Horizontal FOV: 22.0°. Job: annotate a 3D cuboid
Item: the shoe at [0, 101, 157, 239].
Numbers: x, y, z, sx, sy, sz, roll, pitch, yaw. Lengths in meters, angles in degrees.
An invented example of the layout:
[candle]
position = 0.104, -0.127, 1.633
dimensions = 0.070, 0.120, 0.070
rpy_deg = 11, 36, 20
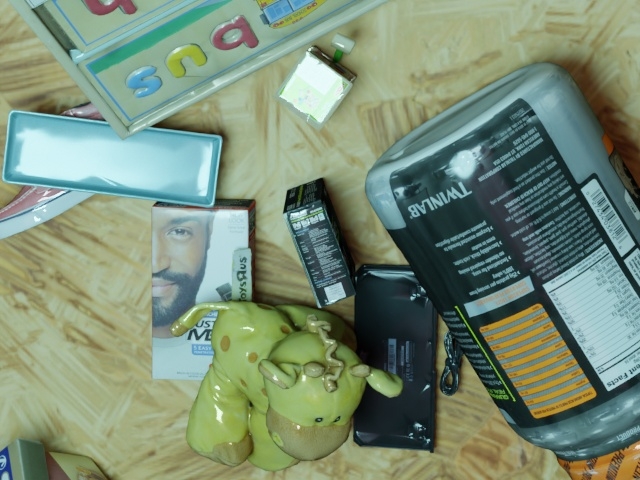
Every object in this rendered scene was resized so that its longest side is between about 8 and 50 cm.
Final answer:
[shoe]
position = -0.241, -0.072, 1.521
dimensions = 0.178, 0.063, 0.081
rpy_deg = -28, 98, 5

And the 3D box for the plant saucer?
[plant saucer]
position = -0.188, -0.074, 1.483
dimensions = 0.192, 0.018, 0.067
rpy_deg = 7, 99, -8

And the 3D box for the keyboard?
[keyboard]
position = 0.086, 0.112, 1.553
dimensions = 0.108, 0.023, 0.180
rpy_deg = 3, 104, 11

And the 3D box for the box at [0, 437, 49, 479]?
[box]
position = -0.328, 0.298, 1.549
dimensions = 0.225, 0.036, 0.136
rpy_deg = -38, 53, 34

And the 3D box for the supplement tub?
[supplement tub]
position = 0.204, 0.033, 1.429
dimensions = 0.207, 0.207, 0.338
rpy_deg = -30, 99, 11

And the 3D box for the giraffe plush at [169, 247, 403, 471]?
[giraffe plush]
position = -0.018, 0.125, 1.455
dimensions = 0.181, 0.170, 0.210
rpy_deg = -25, 115, -23

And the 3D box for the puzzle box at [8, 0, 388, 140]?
[puzzle box]
position = -0.040, -0.248, 1.342
dimensions = 0.409, 0.272, 0.052
rpy_deg = -28, 63, 3

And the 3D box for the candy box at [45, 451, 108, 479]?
[candy box]
position = -0.278, 0.381, 1.564
dimensions = 0.087, 0.183, 0.316
rpy_deg = 16, 109, -45

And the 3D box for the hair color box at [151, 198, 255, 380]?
[hair color box]
position = -0.109, 0.046, 1.539
dimensions = 0.093, 0.053, 0.167
rpy_deg = 2, 102, 5

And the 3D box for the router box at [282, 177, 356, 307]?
[router box]
position = 0.000, 0.000, 1.483
dimensions = 0.038, 0.122, 0.092
rpy_deg = -21, 101, 4

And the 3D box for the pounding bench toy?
[pounding bench toy]
position = 0.005, -0.151, 1.476
dimensions = 0.052, 0.065, 0.083
rpy_deg = 36, 103, -3
